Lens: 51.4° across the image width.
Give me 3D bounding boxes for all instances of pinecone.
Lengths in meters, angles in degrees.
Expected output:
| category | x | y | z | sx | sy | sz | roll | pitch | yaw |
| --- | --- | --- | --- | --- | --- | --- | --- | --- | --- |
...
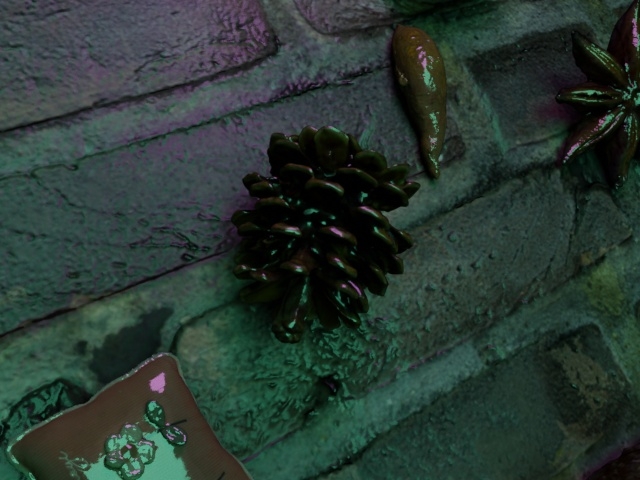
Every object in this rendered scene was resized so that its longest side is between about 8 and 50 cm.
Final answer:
| category | x | y | z | sx | sy | sz | roll | pitch | yaw |
| --- | --- | --- | --- | --- | --- | --- | --- | --- | --- |
| pinecone | 0.000 | 0.001 | 0.675 | 0.186 | 0.168 | 0.212 | 8 | 81 | 11 |

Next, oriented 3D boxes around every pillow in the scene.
| category | x | y | z | sx | sy | sz | roll | pitch | yaw |
| --- | --- | --- | --- | --- | --- | --- | --- | --- | --- |
| pillow | -0.160 | 0.211 | 0.595 | 0.171 | 0.075 | 0.179 | -31 | 86 | -27 |

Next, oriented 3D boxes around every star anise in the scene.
| category | x | y | z | sx | sy | sz | roll | pitch | yaw |
| --- | --- | --- | --- | --- | --- | --- | --- | --- | --- |
| star anise | 0.425 | -0.208 | 0.962 | 0.272 | 0.102 | 0.271 | -3 | 101 | -17 |

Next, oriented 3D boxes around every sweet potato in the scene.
| category | x | y | z | sx | sy | sz | roll | pitch | yaw |
| --- | --- | --- | --- | --- | --- | --- | --- | --- | --- |
| sweet potato | 0.134 | -0.190 | 0.848 | 0.068 | 0.068 | 0.226 | -6 | 77 | -24 |

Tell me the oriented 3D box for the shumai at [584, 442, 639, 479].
| category | x | y | z | sx | sy | sz | roll | pitch | yaw |
| --- | --- | --- | --- | --- | --- | --- | --- | --- | --- |
| shumai | 0.454 | 0.377 | 0.651 | 0.395 | 0.395 | 0.348 | -18 | 80 | -26 |
